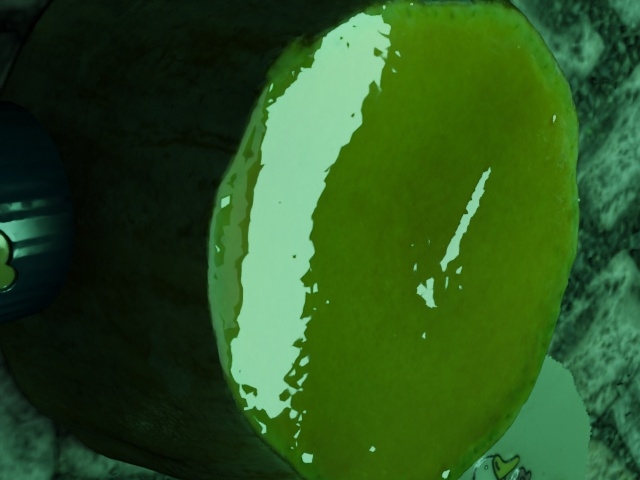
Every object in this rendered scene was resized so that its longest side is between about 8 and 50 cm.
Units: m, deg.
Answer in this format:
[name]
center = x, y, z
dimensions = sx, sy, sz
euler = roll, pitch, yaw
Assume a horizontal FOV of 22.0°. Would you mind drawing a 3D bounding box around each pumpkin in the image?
[pumpkin]
center = 0.000, 0.000, 0.889
dimensions = 0.332, 0.199, 0.332
euler = -17, 119, -34

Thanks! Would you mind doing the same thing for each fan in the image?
[fan]
center = 0.142, 0.248, 1.206
dimensions = 0.233, 0.012, 0.414
euler = -39, 125, -20

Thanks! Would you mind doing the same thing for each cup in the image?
[cup]
center = -0.215, 0.009, 0.776
dimensions = 0.155, 0.131, 0.176
euler = -11, 142, -40
